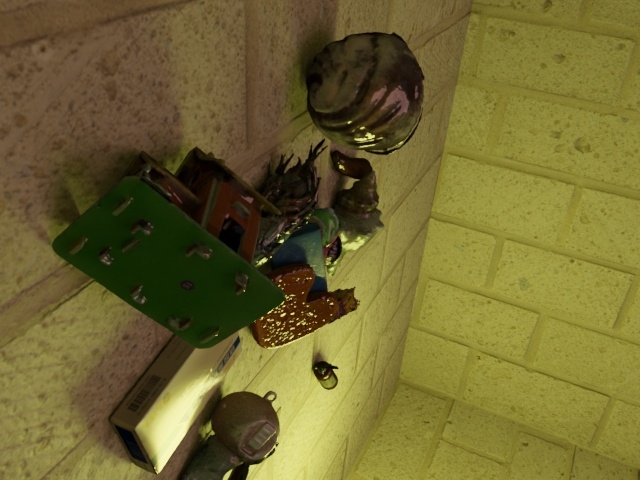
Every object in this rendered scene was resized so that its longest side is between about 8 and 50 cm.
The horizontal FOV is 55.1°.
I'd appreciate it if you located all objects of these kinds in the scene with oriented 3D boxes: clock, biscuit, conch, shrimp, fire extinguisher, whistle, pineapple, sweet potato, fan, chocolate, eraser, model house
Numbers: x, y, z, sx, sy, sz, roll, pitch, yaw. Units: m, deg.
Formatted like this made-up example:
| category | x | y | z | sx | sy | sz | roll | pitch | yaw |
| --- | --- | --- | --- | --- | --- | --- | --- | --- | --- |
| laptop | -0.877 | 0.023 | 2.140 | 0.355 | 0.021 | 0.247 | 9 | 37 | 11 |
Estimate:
| category | x | y | z | sx | sy | sz | roll | pitch | yaw |
| --- | --- | --- | --- | --- | --- | --- | --- | --- | --- |
| clock | 0.000 | 0.000 | 1.780 | 0.195 | 0.100 | 0.193 | -24 | 127 | -67 |
| biscuit | -0.073 | 0.161 | 1.634 | 0.262 | 0.052 | 0.277 | -26 | 136 | -22 |
| conch | 0.105 | -0.040 | 1.938 | 0.203 | 0.170 | 0.386 | -7 | 113 | -48 |
| shrimp | -0.063 | -0.092 | 1.419 | 0.372 | 0.172 | 0.137 | -62 | 154 | -9 |
| fire extinguisher | 0.029 | 0.497 | 2.295 | 0.231 | 0.099 | 0.071 | 72 | 19 | -61 |
| whistle | -0.235 | 0.512 | 1.540 | 0.348 | 0.189 | 0.189 | -49 | 155 | -12 |
| pineapple | 0.005 | 0.215 | 1.945 | 0.233 | 0.135 | 0.079 | -22 | 100 | -41 |
| sweet potato | 0.095 | -0.228 | 1.893 | 0.273 | 0.075 | 0.075 | -1 | 108 | -65 |
| fan | -0.230 | 0.637 | 1.654 | 0.229 | 0.011 | 0.335 | -59 | -170 | 23 |
| chocolate | 0.071 | -0.346 | 1.462 | 0.213 | 0.303 | 0.303 | -12 | 121 | -43 |
| eraser | -0.057 | 0.083 | 1.644 | 0.311 | 0.144 | 0.042 | 82 | -13 | -48 |
| model house | -0.257 | -0.015 | 1.040 | 0.300 | 0.340 | 0.323 | 42 | 31 | -27 |

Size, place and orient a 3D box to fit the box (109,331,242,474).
| category | x | y | z | sx | sy | sz | roll | pitch | yaw |
| --- | --- | --- | --- | --- | --- | --- | --- | --- | --- |
| box | -0.287 | 0.295 | 1.296 | 0.343 | 0.065 | 0.200 | -56 | 155 | -39 |
